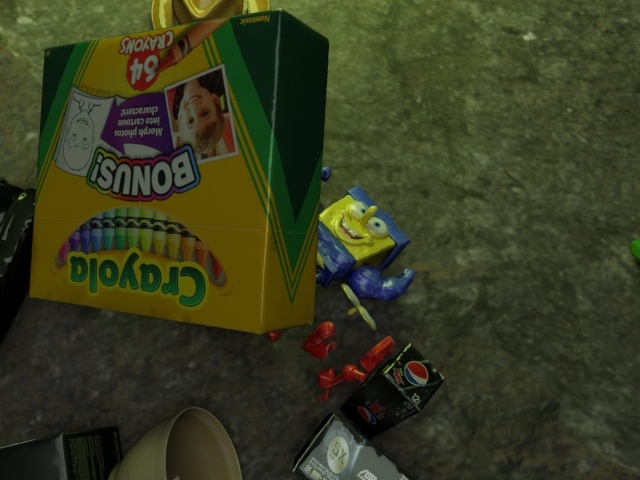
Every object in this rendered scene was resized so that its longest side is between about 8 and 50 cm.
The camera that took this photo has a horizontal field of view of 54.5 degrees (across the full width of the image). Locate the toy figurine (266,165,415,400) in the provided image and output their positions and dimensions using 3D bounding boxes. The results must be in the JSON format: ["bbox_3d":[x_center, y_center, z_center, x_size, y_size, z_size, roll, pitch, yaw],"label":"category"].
[{"bbox_3d":[0.000,0.000,0.831,0.217,0.191,0.362,-28,67,-39],"label":"toy figurine"}]

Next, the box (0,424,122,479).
[{"bbox_3d":[-0.279,0.348,0.683,0.103,0.184,0.261,-13,76,-1],"label":"box"}]

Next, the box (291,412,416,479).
[{"bbox_3d":[0.060,0.287,0.723,0.180,0.147,0.077,38,78,9],"label":"box"}]

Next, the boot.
[{"bbox_3d":[-0.521,0.039,0.784,0.260,0.131,0.347,21,65,-2],"label":"boot"}]

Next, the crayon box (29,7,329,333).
[{"bbox_3d":[-0.176,-0.073,0.719,0.363,0.106,0.313,3,89,31],"label":"crayon box"}]

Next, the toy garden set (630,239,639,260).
[{"bbox_3d":[0.550,0.067,0.778,0.204,0.244,0.049,-6,119,-5],"label":"toy garden set"}]

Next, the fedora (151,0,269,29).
[{"bbox_3d":[-0.168,-0.361,0.924,0.194,0.079,0.194,0,76,-1],"label":"fedora"}]

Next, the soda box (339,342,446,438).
[{"bbox_3d":[0.081,0.183,0.737,0.060,0.169,0.053,45,60,9],"label":"soda box"}]

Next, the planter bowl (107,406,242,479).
[{"bbox_3d":[-0.176,0.290,0.725,0.109,0.162,0.162,-22,76,15],"label":"planter bowl"}]
